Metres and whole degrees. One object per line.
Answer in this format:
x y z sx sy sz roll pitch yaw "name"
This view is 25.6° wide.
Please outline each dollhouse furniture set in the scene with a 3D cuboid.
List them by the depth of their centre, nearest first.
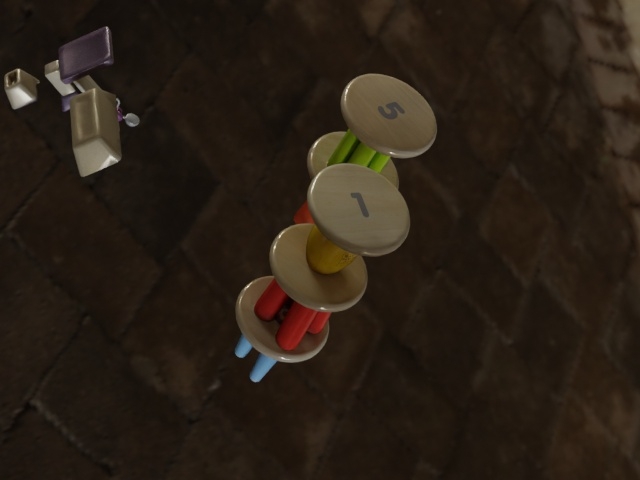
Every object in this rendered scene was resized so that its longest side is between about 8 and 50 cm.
-0.167 -0.072 1.005 0.081 0.091 0.114 53 19 -49 "dollhouse furniture set"

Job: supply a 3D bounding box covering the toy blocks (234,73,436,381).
0.000 0.000 0.741 0.054 0.148 0.123 26 48 -8 "toy blocks"
